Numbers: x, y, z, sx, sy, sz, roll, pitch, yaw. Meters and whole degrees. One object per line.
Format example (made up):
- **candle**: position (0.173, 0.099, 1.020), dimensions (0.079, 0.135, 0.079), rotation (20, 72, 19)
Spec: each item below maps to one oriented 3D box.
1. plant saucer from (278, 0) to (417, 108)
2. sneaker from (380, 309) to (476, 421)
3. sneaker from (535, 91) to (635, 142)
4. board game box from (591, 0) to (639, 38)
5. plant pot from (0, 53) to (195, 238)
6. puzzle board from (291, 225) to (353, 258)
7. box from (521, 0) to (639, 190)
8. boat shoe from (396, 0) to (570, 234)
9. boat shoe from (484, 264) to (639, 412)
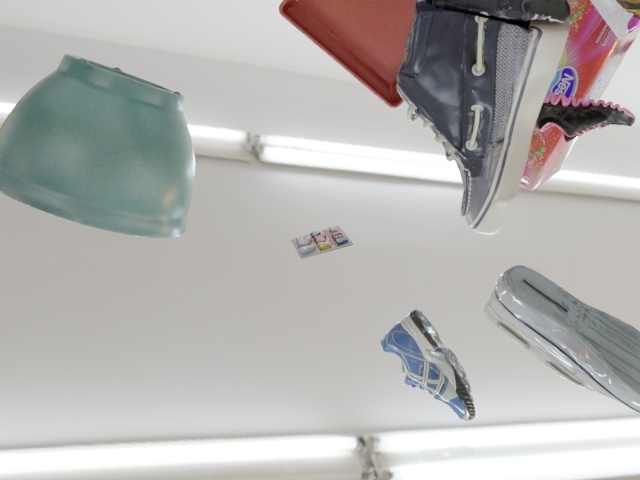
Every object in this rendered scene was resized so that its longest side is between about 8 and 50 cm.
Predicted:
- **plant saucer**: position (0.110, -0.373, 1.035), dimensions (0.259, 0.258, 0.048), rotation (34, -156, -27)
- **sneaker**: position (0.175, 0.206, 1.075), dimensions (0.211, 0.081, 0.080), rotation (54, -165, -14)
- **sneaker**: position (0.324, -0.147, 0.842), dimensions (0.119, 0.057, 0.047), rotation (15, -177, 25)
- **board game box**: position (0.416, -0.348, 0.589), dimensions (0.066, 0.318, 0.318), rotation (48, -131, -9)
- **plant pot**: position (-0.307, -0.147, 0.977), dimensions (0.293, 0.196, 0.293), rotation (19, -170, -3)
- **puzzle board**: position (0.000, 0.000, 1.236), dimensions (0.096, 0.011, 0.128), rotation (-15, -164, -6)
- **box**: position (0.337, -0.245, 0.994), dimensions (0.154, 0.300, 0.142), rotation (35, -145, 20)
- **boat shoe**: position (0.162, -0.147, 0.781), dimensions (0.158, 0.341, 0.127), rotation (9, -133, 6)
- **boat shoe**: position (0.284, 0.117, 0.743), dimensions (0.226, 0.076, 0.083), rotation (41, -129, 16)
